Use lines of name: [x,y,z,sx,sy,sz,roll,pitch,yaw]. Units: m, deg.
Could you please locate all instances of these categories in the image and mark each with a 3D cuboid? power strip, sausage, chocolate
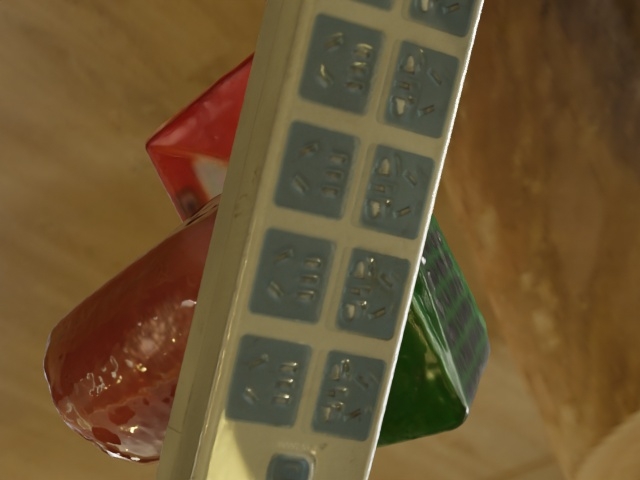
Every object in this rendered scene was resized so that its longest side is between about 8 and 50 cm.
power strip: [0.000,0.000,0.872,0.106,0.043,0.367,12,92,-33]
sausage: [-0.088,0.063,1.205,0.254,0.148,0.148,-33,146,33]
chocolate: [0.010,0.005,1.552,0.161,0.341,0.360,-26,-179,9]
